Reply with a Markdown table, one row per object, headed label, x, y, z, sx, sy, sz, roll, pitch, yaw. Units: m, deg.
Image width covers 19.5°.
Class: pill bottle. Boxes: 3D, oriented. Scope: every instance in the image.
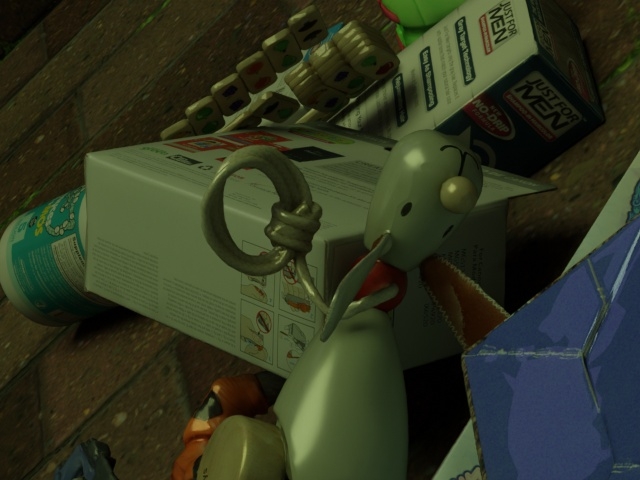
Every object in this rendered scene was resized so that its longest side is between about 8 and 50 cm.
| label | x | y | z | sx | sy | sz | roll | pitch | yaw |
| --- | --- | --- | --- | --- | --- | --- | --- | --- | --- |
| pill bottle | -0.244 | 0.004 | 2.133 | 0.264 | 0.146 | 0.146 | -21 | 35 | 45 |

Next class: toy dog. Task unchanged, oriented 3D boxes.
| label | x | y | z | sx | sy | sz | roll | pitch | yaw |
| --- | --- | --- | --- | --- | --- | --- | --- | --- | --- |
| toy dog | 0.038 | 0.095 | 1.298 | 0.161 | 0.220 | 0.333 | -156 | 66 | -62 |

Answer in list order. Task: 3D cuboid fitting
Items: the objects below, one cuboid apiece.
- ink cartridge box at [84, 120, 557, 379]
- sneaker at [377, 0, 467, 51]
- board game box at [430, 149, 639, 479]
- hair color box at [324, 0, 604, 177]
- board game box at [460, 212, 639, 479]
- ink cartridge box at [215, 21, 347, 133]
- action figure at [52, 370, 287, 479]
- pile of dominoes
| label | x | y | z | sx | sy | sz | roll | pitch | yaw |
| --- | --- | --- | --- | --- | --- | --- | --- | --- | --- |
| ink cartridge box | 0.000 | 0.000 | 1.565 | 0.272 | 0.130 | 0.309 | -13 | 22 | -40 |
| sneaker | 0.160 | -0.327 | 1.995 | 0.202 | 0.185 | 0.483 | -20 | 32 | 11 |
| board game box | 0.149 | 0.112 | 1.191 | 0.318 | 0.066 | 0.318 | -56 | -12 | -18 |
| hair color box | 0.091 | -0.088 | 1.760 | 0.347 | 0.105 | 0.174 | -37 | 30 | 23 |
| board game box | 0.224 | 0.163 | 0.916 | 0.141 | 0.291 | 0.232 | -40 | 25 | 20 |
| ink cartridge box | -0.036 | -0.145 | 2.096 | 0.191 | 0.082 | 0.139 | -23 | 32 | 45 |
| action figure | -0.092 | 0.245 | 1.511 | 0.330 | 0.178 | 0.341 | -50 | 26 | 10 |
| pile of dominoes | -0.044 | -0.107 | 1.718 | 0.251 | 0.196 | 0.040 | -40 | 68 | 18 |
